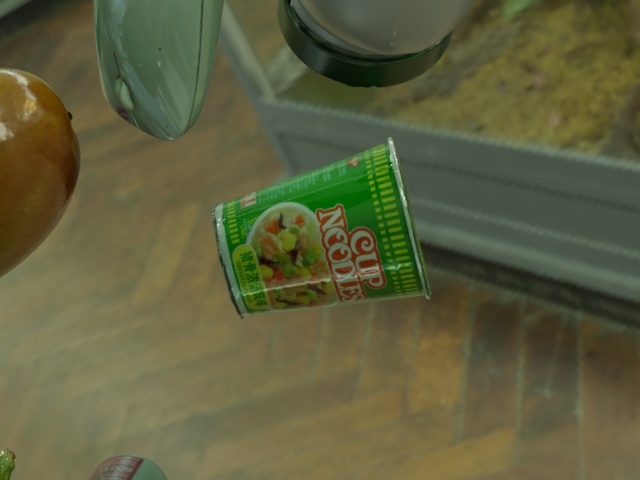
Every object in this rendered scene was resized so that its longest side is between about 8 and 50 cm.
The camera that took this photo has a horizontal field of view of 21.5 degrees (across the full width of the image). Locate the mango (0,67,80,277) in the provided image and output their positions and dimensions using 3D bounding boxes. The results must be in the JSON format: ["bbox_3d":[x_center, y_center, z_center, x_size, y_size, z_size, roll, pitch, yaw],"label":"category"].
[{"bbox_3d":[-0.336,-0.052,1.688,0.254,0.176,0.139,-61,37,20],"label":"mango"}]

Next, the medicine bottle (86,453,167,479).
[{"bbox_3d":[-0.211,0.286,1.661,0.090,0.090,0.216,-23,9,11],"label":"medicine bottle"}]

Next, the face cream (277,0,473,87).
[{"bbox_3d":[0.071,-0.350,1.822,0.220,0.357,0.312,-7,60,-10],"label":"face cream"}]

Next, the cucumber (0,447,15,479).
[{"bbox_3d":[-0.386,0.273,1.583,0.244,0.134,0.134,-34,26,-24],"label":"cucumber"}]

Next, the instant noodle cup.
[{"bbox_3d":[0.000,0.000,2.036,0.233,0.207,0.207,-14,27,5],"label":"instant noodle cup"}]

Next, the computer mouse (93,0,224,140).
[{"bbox_3d":[-0.180,-0.245,1.733,0.159,0.288,0.097,29,27,34],"label":"computer mouse"}]
